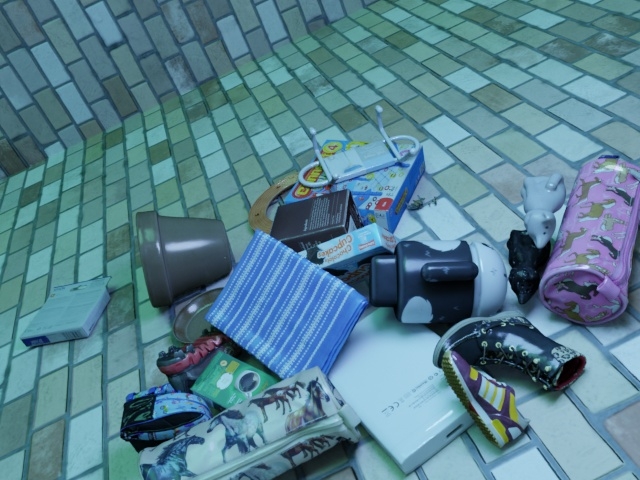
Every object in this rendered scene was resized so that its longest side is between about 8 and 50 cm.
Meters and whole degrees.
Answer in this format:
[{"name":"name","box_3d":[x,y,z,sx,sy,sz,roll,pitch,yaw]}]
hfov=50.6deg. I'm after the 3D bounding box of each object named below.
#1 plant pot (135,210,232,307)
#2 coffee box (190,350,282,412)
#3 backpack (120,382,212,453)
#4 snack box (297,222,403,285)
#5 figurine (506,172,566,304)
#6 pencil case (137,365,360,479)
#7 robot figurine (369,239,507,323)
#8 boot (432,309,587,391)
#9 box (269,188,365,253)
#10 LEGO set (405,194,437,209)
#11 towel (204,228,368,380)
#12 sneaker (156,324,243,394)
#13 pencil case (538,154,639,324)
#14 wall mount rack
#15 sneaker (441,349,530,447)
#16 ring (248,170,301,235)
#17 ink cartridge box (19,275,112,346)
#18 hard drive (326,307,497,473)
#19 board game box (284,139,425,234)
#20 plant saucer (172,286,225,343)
[{"name":"plant pot","box_3d":[-0.367,0.033,1.848,0.229,0.263,0.263,-11,31,-12]},{"name":"coffee box","box_3d":[-0.166,0.316,1.417,0.184,0.040,0.113,21,50,18]},{"name":"backpack","box_3d":[-0.300,0.369,1.383,0.173,0.158,0.117,-18,40,5]},{"name":"snack box","box_3d":[0.026,0.062,1.537,0.321,0.187,0.060,-22,68,22]},{"name":"figurine","box_3d":[0.432,-0.007,1.361,0.092,0.215,0.209,13,33,12]},{"name":"pencil case","box_3d":[-0.128,0.379,1.251,0.410,0.160,0.183,-25,17,-2]},{"name":"robot figurine","box_3d":[0.239,0.081,1.386,0.278,0.174,0.209,0,27,2]},{"name":"boot","box_3d":[0.340,0.208,1.218,0.236,0.085,0.178,-13,28,-31]},{"name":"box","box_3d":[0.000,0.000,1.696,0.203,0.169,0.167,-13,35,17]},{"name":"LEGO set","box_3d":[0.269,-0.096,1.799,0.083,0.023,0.054,9,46,22]},{"name":"towel","box_3d":[-0.081,0.149,1.439,0.336,0.040,0.243,31,92,31]},{"name":"sneaker","box_3d":[-0.241,0.271,1.541,0.097,0.135,0.276,-9,11,43]},{"name":"pencil case","box_3d":[0.558,-0.006,1.360,0.160,0.167,0.386,20,50,18]},{"name":"wall mount rack","box_3d":[0.108,-0.229,1.795,0.349,0.131,0.304,-19,39,-4]},{"name":"sneaker","box_3d":[0.284,0.258,1.167,0.083,0.186,0.069,-32,-1,-12]},{"name":"ring","box_3d":[-0.057,-0.113,2.018,0.336,0.032,0.337,-17,34,12]},{"name":"ink cartridge box","box_3d":[-0.734,0.207,1.988,0.223,0.045,0.224,-11,34,19]},{"name":"hard drive","box_3d":[0.154,0.269,1.333,0.233,0.047,0.353,-33,34,-13]},{"name":"board game box","box_3d":[0.102,-0.156,1.882,0.301,0.086,0.308,7,44,25]},{"name":"plant saucer","box_3d":[-0.279,0.197,1.720,0.198,0.036,0.199,-18,34,12]}]
